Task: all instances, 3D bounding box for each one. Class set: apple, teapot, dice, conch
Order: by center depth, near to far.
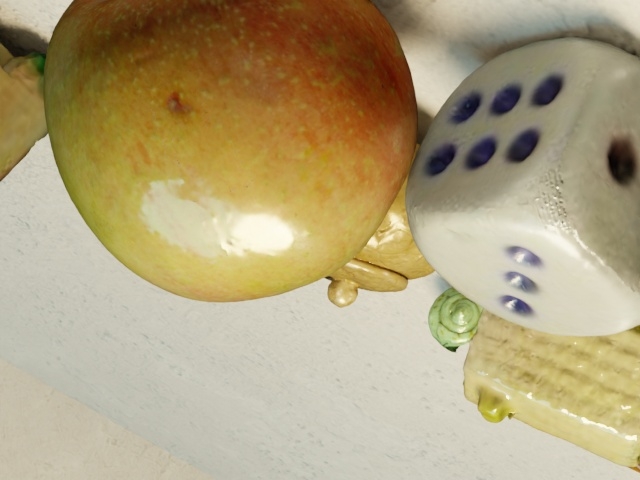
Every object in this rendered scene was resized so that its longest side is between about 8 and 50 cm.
[{"bbox_3d":[0.202,-0.042,1.264,0.192,0.194,0.193,42,155,-30],"label":"dice"},{"bbox_3d":[-0.083,-0.116,1.277,0.319,0.319,0.277,-1,136,48],"label":"apple"},{"bbox_3d":[0.043,-0.012,1.498,0.203,0.167,0.311,16,173,11],"label":"teapot"},{"bbox_3d":[0.183,0.104,1.765,0.105,0.079,0.170,27,174,16],"label":"conch"}]

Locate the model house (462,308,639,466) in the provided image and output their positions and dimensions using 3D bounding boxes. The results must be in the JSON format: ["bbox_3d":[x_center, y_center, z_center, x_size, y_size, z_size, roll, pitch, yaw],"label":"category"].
[{"bbox_3d":[0.258,0.099,1.452,0.193,0.234,0.175,23,157,14],"label":"model house"}]

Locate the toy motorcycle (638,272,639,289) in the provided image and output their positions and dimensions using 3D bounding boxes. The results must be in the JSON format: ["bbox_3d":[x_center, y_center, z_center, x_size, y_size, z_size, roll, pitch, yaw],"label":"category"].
[{"bbox_3d":[0.355,-0.007,1.160,0.340,0.223,0.108,41,-170,-28],"label":"toy motorcycle"}]

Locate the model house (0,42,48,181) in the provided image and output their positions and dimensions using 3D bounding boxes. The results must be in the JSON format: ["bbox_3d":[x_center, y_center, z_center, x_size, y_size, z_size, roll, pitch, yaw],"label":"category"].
[{"bbox_3d":[-0.546,-0.165,1.719,0.343,0.335,0.382,48,156,-20],"label":"model house"}]

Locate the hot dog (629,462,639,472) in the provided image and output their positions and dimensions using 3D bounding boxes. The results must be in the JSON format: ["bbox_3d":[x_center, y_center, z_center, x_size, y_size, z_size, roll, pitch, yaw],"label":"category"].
[{"bbox_3d":[0.422,0.222,1.687,0.348,0.117,0.158,24,-174,26],"label":"hot dog"}]
